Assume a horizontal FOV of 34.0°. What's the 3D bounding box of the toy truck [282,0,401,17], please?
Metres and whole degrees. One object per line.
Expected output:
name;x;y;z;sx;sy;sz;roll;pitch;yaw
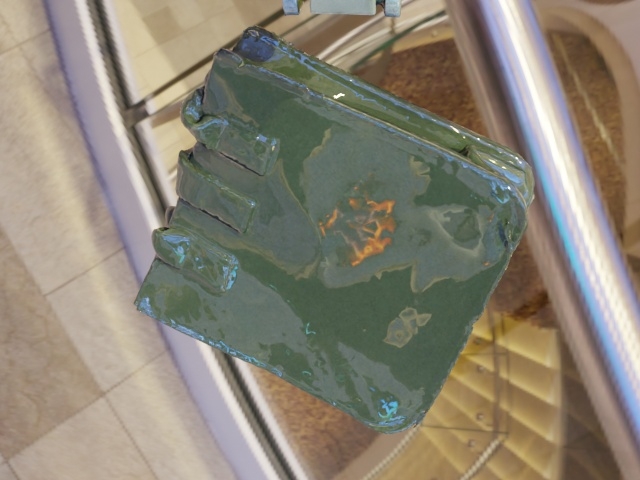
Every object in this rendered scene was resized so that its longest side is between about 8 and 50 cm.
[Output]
toy truck;0.018;-0.210;0.619;0.077;0.100;0.169;3;50;5

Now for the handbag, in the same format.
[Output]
handbag;0.001;-0.001;0.785;0.260;0.248;0.079;26;32;2
